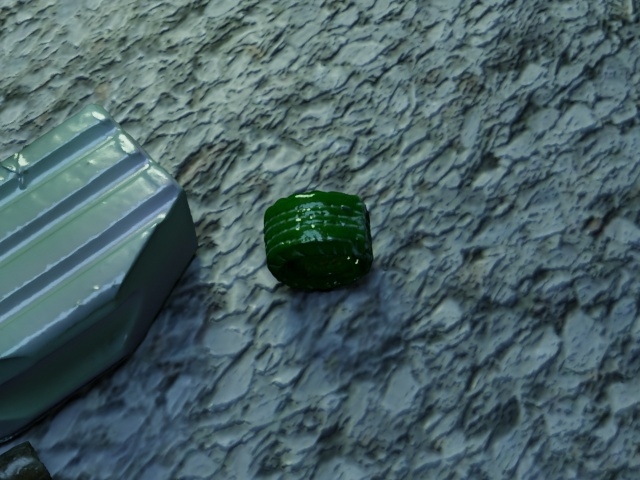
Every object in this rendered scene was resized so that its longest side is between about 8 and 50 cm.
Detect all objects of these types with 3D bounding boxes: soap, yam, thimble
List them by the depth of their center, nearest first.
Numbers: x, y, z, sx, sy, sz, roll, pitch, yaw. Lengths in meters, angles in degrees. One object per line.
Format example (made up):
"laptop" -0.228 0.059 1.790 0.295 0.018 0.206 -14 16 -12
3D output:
"yam" -0.412 0.304 1.377 0.253 0.061 0.061 -30 58 -14
"soap" -0.358 0.061 1.484 0.446 0.156 0.261 -36 60 -19
"thimble" 0.000 0.000 1.519 0.130 0.118 0.090 -14 57 18
